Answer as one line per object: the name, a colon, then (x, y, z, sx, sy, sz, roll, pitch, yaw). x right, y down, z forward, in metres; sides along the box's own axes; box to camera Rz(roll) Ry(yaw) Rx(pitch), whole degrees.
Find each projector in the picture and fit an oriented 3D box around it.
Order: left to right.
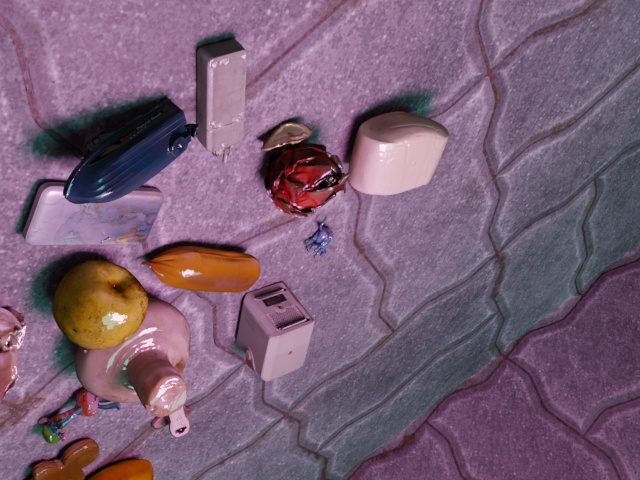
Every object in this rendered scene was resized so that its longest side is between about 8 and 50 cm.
projector: (-0.133, 0.266, 2.218, 0.163, 0.177, 0.243, -18, 140, -29)

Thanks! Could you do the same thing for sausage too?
sausage: (-0.285, 0.070, 1.896, 0.328, 0.112, 0.112, 8, 123, -48)

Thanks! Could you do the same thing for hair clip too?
hair clip: (-0.442, 0.503, 2.314, 0.123, 0.102, 0.138, -24, 112, -28)

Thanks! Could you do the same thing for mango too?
mango: (-0.634, 0.787, 2.308, 0.350, 0.201, 0.199, -43, 178, -12)

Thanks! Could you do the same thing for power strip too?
power strip: (-0.204, -0.274, 1.612, 0.093, 0.053, 0.288, -24, 144, -28)

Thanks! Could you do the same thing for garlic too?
garlic: (-0.712, 0.234, 1.545, 0.237, 0.210, 0.292, -50, 156, 25)

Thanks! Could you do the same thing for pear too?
pear: (-0.482, 0.147, 1.692, 0.197, 0.197, 0.197, -28, 145, -21)

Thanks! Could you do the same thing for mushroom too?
mushroom: (-0.416, 0.302, 1.854, 0.292, 0.290, 0.293, -25, 140, -23)

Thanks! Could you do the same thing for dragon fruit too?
dragon fruit: (-0.038, -0.146, 1.831, 0.188, 0.182, 0.182, -34, 148, 2)

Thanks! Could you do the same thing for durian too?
durian: (-0.081, -0.229, 1.786, 0.130, 0.066, 0.052, -21, 143, -15)

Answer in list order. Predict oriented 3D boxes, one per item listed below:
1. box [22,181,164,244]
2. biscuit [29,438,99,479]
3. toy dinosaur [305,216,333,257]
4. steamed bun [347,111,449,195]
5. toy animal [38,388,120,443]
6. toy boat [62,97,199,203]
box: (-0.463, -0.052, 1.616, 0.285, 0.044, 0.142, 0, 125, -47)
biscuit: (-0.739, 0.654, 2.160, 0.301, 0.049, 0.197, -42, 152, 0)
toy dinosaur: (0.000, 0.000, 2.167, 0.080, 0.045, 0.197, -42, 158, -23)
steamed bun: (0.188, -0.232, 1.984, 0.250, 0.155, 0.200, -13, 136, -28)
toy animal: (-0.616, 0.442, 1.988, 0.208, 0.100, 0.103, -25, -175, -3)
toy boat: (-0.375, -0.160, 1.488, 0.296, 0.122, 0.114, -43, 150, -36)
